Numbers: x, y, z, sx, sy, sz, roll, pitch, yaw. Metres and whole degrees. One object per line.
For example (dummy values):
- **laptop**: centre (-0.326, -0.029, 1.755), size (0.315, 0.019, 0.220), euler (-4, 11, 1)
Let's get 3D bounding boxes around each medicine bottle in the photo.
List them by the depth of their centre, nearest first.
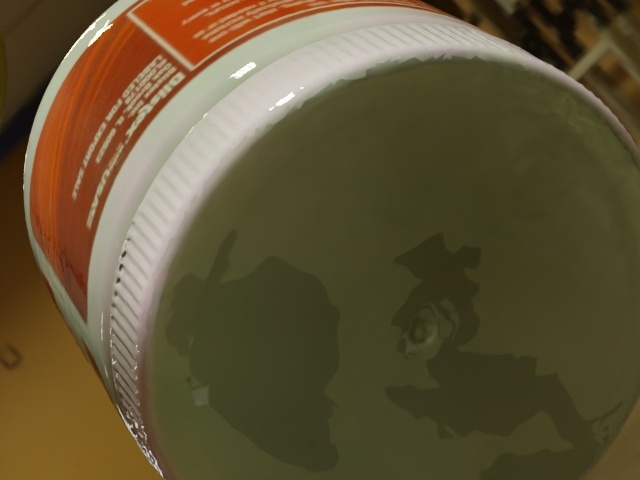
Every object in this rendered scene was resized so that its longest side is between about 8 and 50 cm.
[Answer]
- **medicine bottle**: centre (0.000, 0.000, 0.760), size (0.252, 0.252, 0.241), euler (-45, 28, -2)

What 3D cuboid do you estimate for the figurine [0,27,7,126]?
- **figurine**: centre (-0.271, -0.016, 0.527), size (0.344, 0.215, 0.187), euler (-39, -15, -4)
